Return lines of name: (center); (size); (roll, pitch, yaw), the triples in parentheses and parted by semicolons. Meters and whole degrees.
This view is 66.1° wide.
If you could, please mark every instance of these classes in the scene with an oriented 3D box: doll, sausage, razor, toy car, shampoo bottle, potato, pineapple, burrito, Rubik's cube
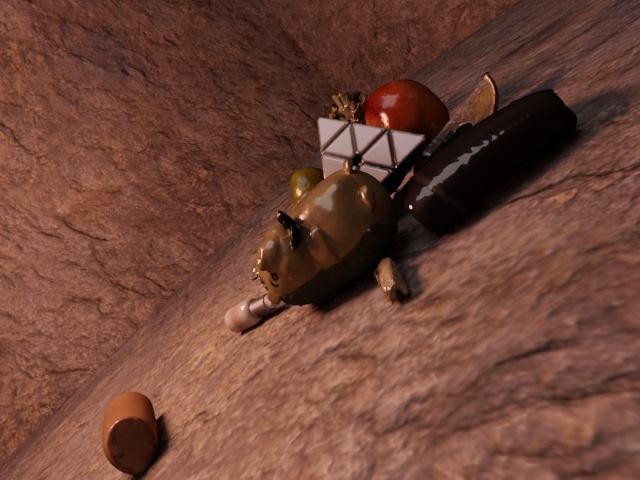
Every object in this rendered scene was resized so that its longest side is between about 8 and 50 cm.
doll: (0.000, 0.000, 1.069); (0.349, 0.247, 0.247); (-46, 11, 21)
sausage: (-0.445, 0.445, 1.154); (0.123, 0.123, 0.253); (-46, 15, -18)
razor: (0.311, -0.160, 0.962); (0.349, 0.113, 0.204); (-39, 11, 9)
toy car: (0.305, -0.199, 1.193); (0.205, 0.056, 0.095); (-48, 27, 5)
shampoo bottle: (-0.179, 0.186, 1.318); (0.192, 0.074, 0.074); (-33, 16, 36)
potato: (0.384, -0.285, 1.266); (0.120, 0.100, 0.261); (2, -46, -54)
pineapple: (0.117, -0.376, 1.692); (0.263, 0.271, 0.262); (-9, 16, 3)
burrito: (0.127, 0.070, 0.901); (0.055, 0.041, 0.149); (-53, 11, 12)
Rubik's cube: (0.122, -0.179, 1.242); (0.233, 0.228, 0.228); (-4, 28, -7)

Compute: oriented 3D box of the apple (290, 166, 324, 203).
apple: (-0.025, -0.170, 1.784); (0.157, 0.196, 0.196); (-13, 20, 10)

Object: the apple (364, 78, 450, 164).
apple: (0.249, -0.344, 1.426); (0.206, 0.251, 0.272); (-35, 1, 4)
